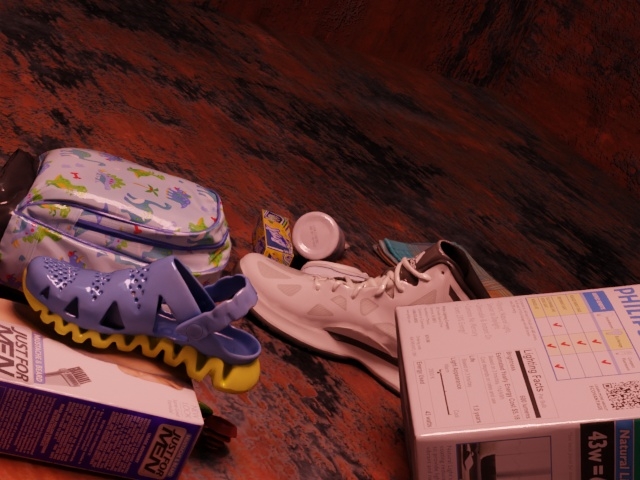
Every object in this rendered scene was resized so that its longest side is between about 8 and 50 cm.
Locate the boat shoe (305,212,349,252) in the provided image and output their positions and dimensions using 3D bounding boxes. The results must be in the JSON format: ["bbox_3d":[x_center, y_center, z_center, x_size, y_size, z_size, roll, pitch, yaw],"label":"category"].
[{"bbox_3d":[0.005,-0.009,2.296,0.125,0.038,0.046,41,6,31],"label":"boat shoe"}]

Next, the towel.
[{"bbox_3d":[0.308,0.111,2.364,0.271,0.040,0.370,3,31,-44],"label":"towel"}]

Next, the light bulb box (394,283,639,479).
[{"bbox_3d":[0.296,0.244,1.577,0.361,0.225,0.358,-5,24,2],"label":"light bulb box"}]

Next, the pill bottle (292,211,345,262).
[{"bbox_3d":[0.000,0.000,2.148,0.087,0.087,0.160,30,-3,9],"label":"pill bottle"}]

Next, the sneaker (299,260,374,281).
[{"bbox_3d":[0.082,0.093,2.065,0.258,0.094,0.091,23,26,-7],"label":"sneaker"}]

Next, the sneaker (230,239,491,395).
[{"bbox_3d":[0.091,0.073,1.893,0.448,0.257,0.169,27,21,3],"label":"sneaker"}]

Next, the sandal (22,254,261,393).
[{"bbox_3d":[-0.205,0.073,1.435,0.317,0.138,0.126,18,21,-15],"label":"sandal"}]

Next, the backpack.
[{"bbox_3d":[-0.308,-0.002,1.675,0.356,0.273,0.290,34,12,-14],"label":"backpack"}]

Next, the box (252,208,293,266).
[{"bbox_3d":[-0.088,0.008,2.117,0.054,0.059,0.169,18,22,-14],"label":"box"}]

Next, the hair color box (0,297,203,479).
[{"bbox_3d":[-0.325,0.171,1.397,0.339,0.110,0.185,18,21,-24],"label":"hair color box"}]

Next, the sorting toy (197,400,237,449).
[{"bbox_3d":[-0.157,0.242,1.526,0.102,0.042,0.061,27,2,36],"label":"sorting toy"}]
